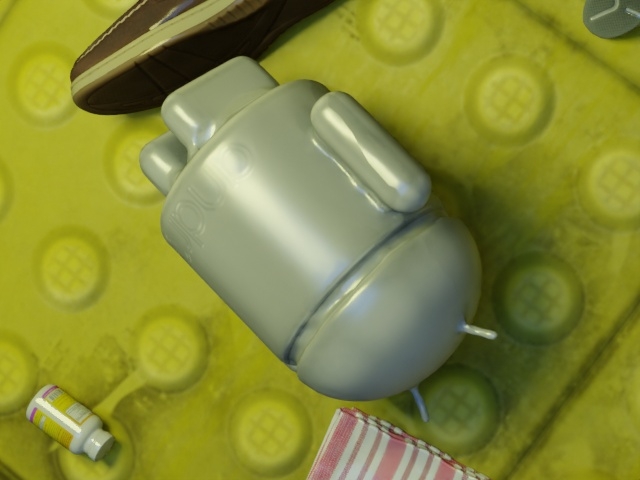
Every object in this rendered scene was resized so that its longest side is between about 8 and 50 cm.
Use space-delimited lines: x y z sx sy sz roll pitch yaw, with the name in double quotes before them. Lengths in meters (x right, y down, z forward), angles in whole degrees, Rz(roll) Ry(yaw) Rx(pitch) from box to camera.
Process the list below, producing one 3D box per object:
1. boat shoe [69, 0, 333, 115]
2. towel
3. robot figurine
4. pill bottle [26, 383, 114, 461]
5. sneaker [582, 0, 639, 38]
"boat shoe" -0.095 -0.240 1.792 0.342 0.123 0.123 -33 67 15
"towel" 0.074 0.255 1.778 0.197 0.029 0.144 27 99 16
"robot figurine" 0.000 0.000 1.711 0.353 0.200 0.300 45 143 13
"pill bottle" -0.240 0.178 1.870 0.083 0.043 0.043 35 100 15
"sneaker" 0.289 -0.238 1.697 0.054 0.061 0.152 42 121 6
